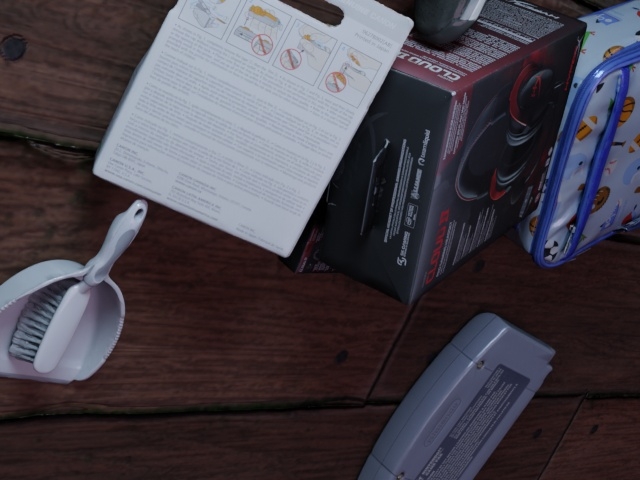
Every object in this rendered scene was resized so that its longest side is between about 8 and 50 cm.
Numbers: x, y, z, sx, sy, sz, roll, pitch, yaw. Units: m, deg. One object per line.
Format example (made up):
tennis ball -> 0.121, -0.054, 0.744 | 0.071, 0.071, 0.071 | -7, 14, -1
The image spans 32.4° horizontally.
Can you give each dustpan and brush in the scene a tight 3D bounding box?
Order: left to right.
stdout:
dustpan and brush -> -0.208, 0.045, 0.928 | 0.147, 0.060, 0.211 | 16, 108, -48

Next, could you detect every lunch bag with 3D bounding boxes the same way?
lunch bag -> 0.310, -0.112, 1.239 | 0.243, 0.115, 0.303 | -24, 139, -30

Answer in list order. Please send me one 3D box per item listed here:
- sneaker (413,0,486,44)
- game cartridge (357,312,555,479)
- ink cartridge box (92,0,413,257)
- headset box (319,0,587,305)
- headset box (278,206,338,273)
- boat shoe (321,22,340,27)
sneaker -> 0.091, -0.290, 0.925 | 0.132, 0.086, 0.229 | 22, 79, -39
game cartridge -> 0.176, 0.236, 1.442 | 0.198, 0.062, 0.297 | 30, 97, -46
ink cartridge box -> -0.057, -0.119, 0.892 | 0.181, 0.056, 0.225 | 24, 102, -18
headset box -> 0.119, -0.090, 1.037 | 0.293, 0.110, 0.218 | -31, 139, -47
headset box -> 0.000, 0.000, 1.112 | 0.083, 0.032, 0.062 | 1, 118, -42
boat shoe -> -0.023, -0.107, 0.996 | 0.072, 0.068, 0.190 | 15, 102, -33
